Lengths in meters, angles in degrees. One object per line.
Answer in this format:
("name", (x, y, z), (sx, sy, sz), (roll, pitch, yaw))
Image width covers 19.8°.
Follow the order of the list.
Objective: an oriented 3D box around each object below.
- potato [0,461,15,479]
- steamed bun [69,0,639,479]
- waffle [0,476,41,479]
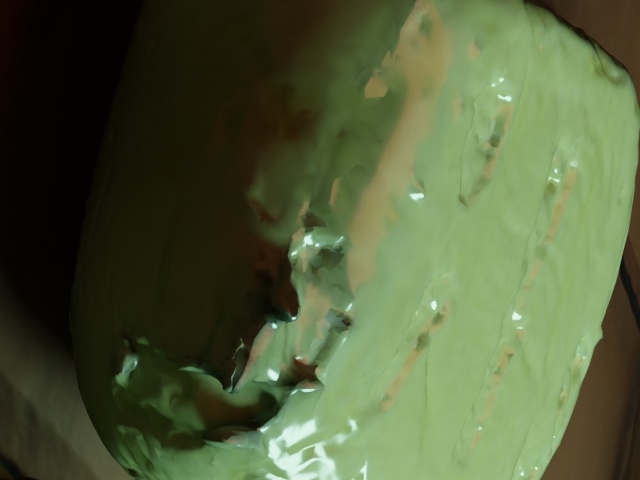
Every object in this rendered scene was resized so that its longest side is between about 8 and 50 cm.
("potato", (-0.139, 0.174, 0.339), (0.280, 0.212, 0.330), (0, 93, -66))
("steamed bun", (0.000, 0.000, 0.686), (0.273, 0.166, 0.232), (17, 90, -60))
("waffle", (-0.059, 0.114, 0.293), (0.192, 0.046, 0.160), (59, 33, 4))
